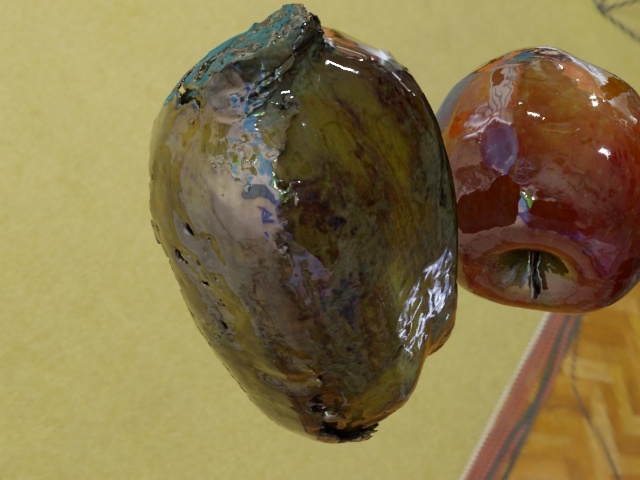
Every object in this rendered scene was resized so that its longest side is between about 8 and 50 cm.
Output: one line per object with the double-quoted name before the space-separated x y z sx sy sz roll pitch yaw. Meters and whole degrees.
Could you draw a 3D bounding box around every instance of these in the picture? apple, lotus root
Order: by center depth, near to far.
"lotus root" 0.000 0.000 0.851 0.397 0.179 0.196 72 31 -51
"apple" 0.193 -0.056 1.097 0.230 0.230 0.230 24 50 -33
